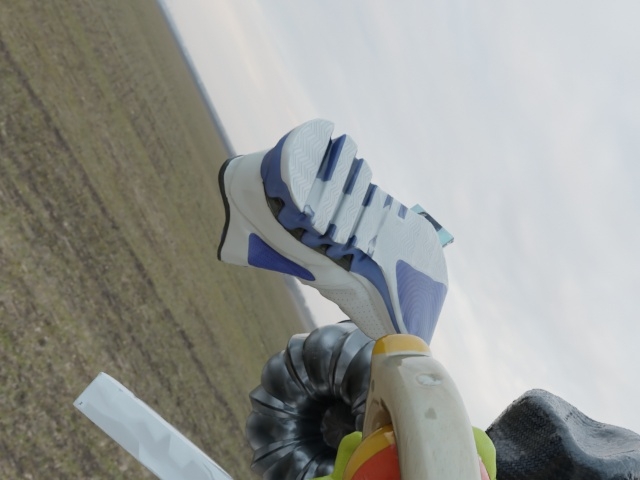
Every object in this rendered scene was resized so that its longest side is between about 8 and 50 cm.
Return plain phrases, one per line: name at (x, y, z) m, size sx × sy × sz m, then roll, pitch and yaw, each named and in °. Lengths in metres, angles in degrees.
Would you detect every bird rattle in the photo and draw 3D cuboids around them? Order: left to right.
bird rattle at (0.040, 0.167, 0.372) m, size 0.253 × 0.143 × 0.207 m, roll -76°, pitch 167°, yaw -70°

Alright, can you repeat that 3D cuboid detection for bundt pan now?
bundt pan at (0.024, 0.272, 1.034) m, size 0.124 × 0.331 × 0.331 m, roll 22°, pitch 37°, yaw -58°

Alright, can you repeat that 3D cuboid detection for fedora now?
fedora at (0.254, 0.253, 0.746) m, size 0.334 × 0.153 × 0.334 m, roll 23°, pitch 5°, yaw -2°

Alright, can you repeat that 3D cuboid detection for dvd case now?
dvd case at (0.138, 0.000, 1.115) m, size 0.087 × 0.119 × 0.013 m, roll 47°, pitch -23°, yaw 25°

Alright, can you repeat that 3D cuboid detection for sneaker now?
sneaker at (-0.001, -0.001, 0.761) m, size 0.182 × 0.127 × 0.315 m, roll 0°, pitch -37°, yaw 41°

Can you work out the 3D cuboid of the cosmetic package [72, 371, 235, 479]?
cosmetic package at (-0.219, 0.277, 0.966) m, size 0.239 × 0.060 × 0.099 m, roll 40°, pitch -15°, yaw 1°
